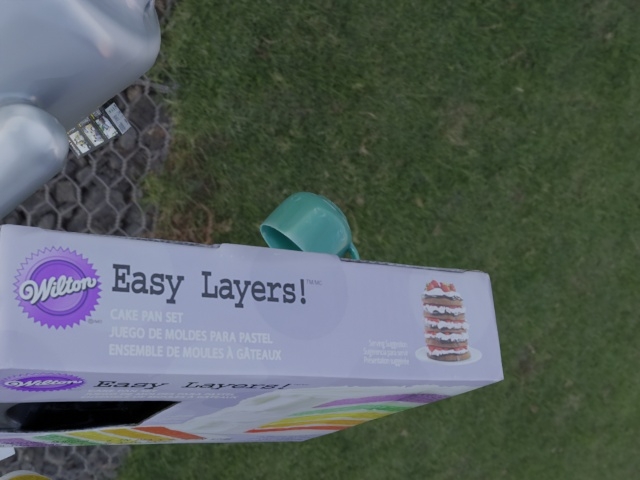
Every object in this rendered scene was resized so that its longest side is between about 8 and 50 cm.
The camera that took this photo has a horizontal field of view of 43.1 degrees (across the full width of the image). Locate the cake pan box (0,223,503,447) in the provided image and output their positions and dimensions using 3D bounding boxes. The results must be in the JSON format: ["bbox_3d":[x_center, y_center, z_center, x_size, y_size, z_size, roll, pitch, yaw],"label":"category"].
[{"bbox_3d":[-0.075,0.071,0.465,0.267,0.070,0.246,7,155,-28],"label":"cake pan box"}]

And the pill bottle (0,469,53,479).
[{"bbox_3d":[-0.578,0.574,1.597,0.188,0.334,0.187,-2,95,-26],"label":"pill bottle"}]

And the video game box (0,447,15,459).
[{"bbox_3d":[-0.456,0.179,0.964,0.048,0.187,0.205,-14,83,-54],"label":"video game box"}]

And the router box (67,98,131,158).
[{"bbox_3d":[-0.494,-0.271,1.654,0.133,0.046,0.178,-22,112,26],"label":"router box"}]

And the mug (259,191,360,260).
[{"bbox_3d":[-0.007,-0.003,1.268,0.097,0.129,0.157,-48,112,-18],"label":"mug"}]

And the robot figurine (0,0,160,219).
[{"bbox_3d":[-0.236,-0.121,0.462,0.354,0.299,0.200,-33,151,13],"label":"robot figurine"}]
